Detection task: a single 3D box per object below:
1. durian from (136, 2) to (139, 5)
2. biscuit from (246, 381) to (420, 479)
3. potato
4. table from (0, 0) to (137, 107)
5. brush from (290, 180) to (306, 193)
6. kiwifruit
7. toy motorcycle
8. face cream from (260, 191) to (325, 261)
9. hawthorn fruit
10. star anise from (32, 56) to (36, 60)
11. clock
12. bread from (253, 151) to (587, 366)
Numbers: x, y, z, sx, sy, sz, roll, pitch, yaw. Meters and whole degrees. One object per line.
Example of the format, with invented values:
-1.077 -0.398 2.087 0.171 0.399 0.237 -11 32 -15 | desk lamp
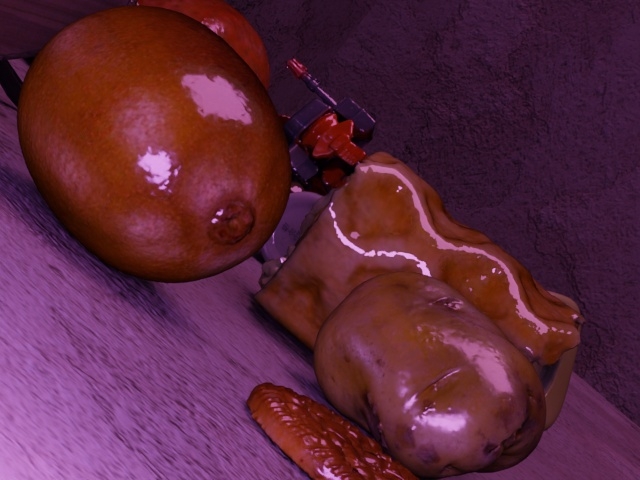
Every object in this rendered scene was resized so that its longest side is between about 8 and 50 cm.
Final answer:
-0.181 -0.142 1.919 0.168 0.158 0.137 43 22 31 | durian
0.027 0.160 1.372 0.188 0.027 0.188 38 5 -4 | biscuit
0.092 0.115 1.611 0.200 0.137 0.154 43 7 32 | potato
-0.197 -0.233 1.738 0.317 0.317 0.249 42 -3 37 | table
-0.133 -0.088 2.392 0.301 0.071 0.084 31 -14 21 | brush
-0.123 -0.070 1.480 0.234 0.196 0.196 45 8 37 | kiwifruit
-0.004 -0.093 2.494 0.221 0.148 0.325 44 -15 11 | toy motorcycle
0.000 0.000 2.236 0.101 0.101 0.252 39 4 9 | face cream
-0.168 -0.177 2.169 0.210 0.210 0.262 38 17 -3 | hawthorn fruit
-0.337 -0.286 2.353 0.332 0.117 0.332 32 5 -3 | star anise
0.222 0.128 2.336 0.069 0.170 0.232 10 -9 40 | clock
0.085 0.053 1.801 0.252 0.238 0.196 44 40 -4 | bread
